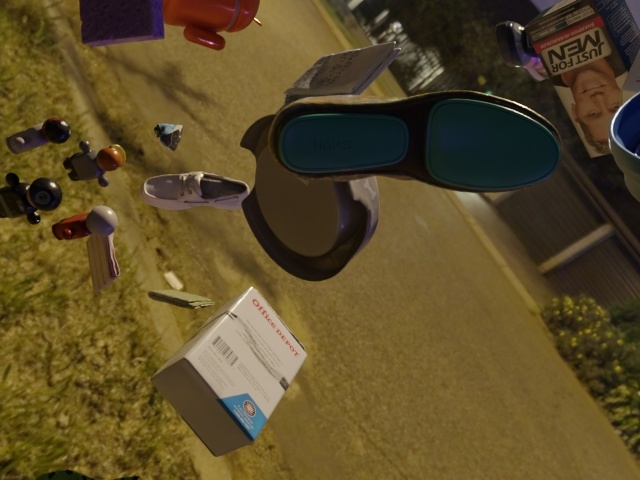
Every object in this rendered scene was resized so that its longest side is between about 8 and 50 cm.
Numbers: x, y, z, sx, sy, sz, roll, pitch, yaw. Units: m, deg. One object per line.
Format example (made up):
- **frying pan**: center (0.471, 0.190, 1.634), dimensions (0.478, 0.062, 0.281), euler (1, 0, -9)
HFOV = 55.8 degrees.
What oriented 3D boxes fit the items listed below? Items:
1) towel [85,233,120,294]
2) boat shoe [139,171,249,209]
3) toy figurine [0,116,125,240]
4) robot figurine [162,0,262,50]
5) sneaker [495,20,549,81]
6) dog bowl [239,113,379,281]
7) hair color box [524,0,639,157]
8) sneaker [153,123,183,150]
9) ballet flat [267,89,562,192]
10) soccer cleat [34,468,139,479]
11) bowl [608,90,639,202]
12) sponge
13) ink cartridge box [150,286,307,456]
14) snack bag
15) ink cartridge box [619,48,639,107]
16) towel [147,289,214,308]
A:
- **towel**: center (-0.527, 0.043, 1.464), dimensions (0.029, 0.197, 0.144), euler (-5, 76, -34)
- **boat shoe**: center (-0.318, -0.136, 1.539), dimensions (0.277, 0.096, 0.098), euler (0, 72, -13)
- **toy figurine**: center (-0.482, -0.114, 1.140), dimensions (0.213, 0.148, 0.209), euler (36, 52, -54)
- **robot figurine**: center (-0.197, -0.420, 1.024), dimensions (0.219, 0.128, 0.158), euler (-3, 60, -29)
- **sneaker**: center (0.546, -0.482, 1.496), dimensions (0.319, 0.131, 0.112), euler (-1, 87, -49)
- **dog bowl**: center (-0.026, -0.095, 1.233), dimensions (0.102, 0.349, 0.348), euler (-27, 78, -39)
- **hair color box**: center (0.612, -0.365, 1.317), dimensions (0.105, 0.174, 0.347), euler (-42, 106, -26)
- **sneaker**: center (-0.431, -0.291, 1.684), dimensions (0.073, 0.063, 0.162), euler (12, 15, -9)
- **ballet flat**: center (0.111, -0.126, 0.736), dimensions (0.123, 0.349, 0.123), euler (-179, -90, -85)
- **soccer cleat**: center (-0.371, 0.406, 0.961), dimensions (0.179, 0.072, 0.060), euler (22, 29, -37)
- **bowl**: center (0.520, -0.117, 0.636), dimensions (0.391, 0.391, 0.077), euler (-83, 156, -63)
- **sponge**: center (-0.273, -0.372, 0.815), dimensions (0.031, 0.117, 0.210), euler (-13, 101, -70)
- **ink cartridge box**: center (-0.240, 0.357, 1.714), dimensions (0.285, 0.166, 0.395), euler (53, 31, -7)
- **snack bag**: center (-0.004, -0.370, 1.528), dimensions (0.323, 0.342, 0.037), euler (17, -29, 55)
- **ink cartridge box**: center (0.603, -0.284, 0.957), dimensions (0.172, 0.237, 0.100), euler (20, -16, 33)
- **towel**: center (-0.359, 0.152, 1.556), dimensions (0.148, 0.027, 0.110), euler (11, 1, 23)
